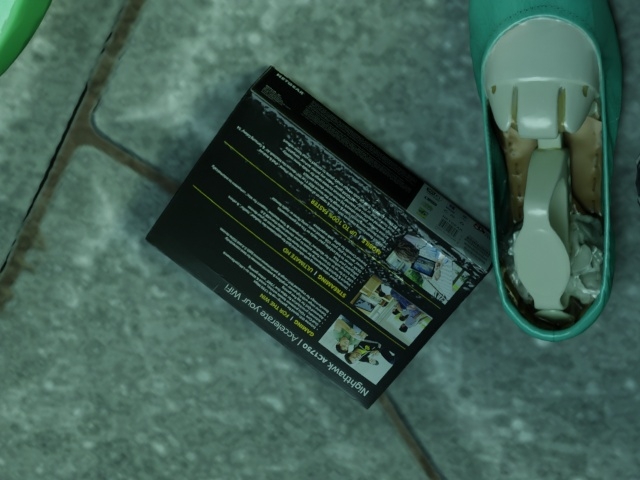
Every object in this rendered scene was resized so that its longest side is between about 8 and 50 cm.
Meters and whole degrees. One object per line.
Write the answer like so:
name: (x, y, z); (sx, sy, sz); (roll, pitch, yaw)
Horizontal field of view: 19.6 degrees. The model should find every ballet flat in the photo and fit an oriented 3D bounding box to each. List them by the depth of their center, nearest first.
ballet flat: (0.129, -0.052, 1.032); (0.083, 0.087, 0.247); (-4, 113, 9)

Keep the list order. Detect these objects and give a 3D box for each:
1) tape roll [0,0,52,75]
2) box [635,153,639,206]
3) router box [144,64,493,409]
tape roll: (-0.299, -0.202, 1.023); (0.321, 0.077, 0.321); (2, 103, 8)
box: (0.465, -0.051, 0.692); (0.472, 0.297, 0.480); (16, 125, -24)
router box: (0.000, 0.000, 1.129); (0.179, 0.046, 0.133); (38, 121, -1)
